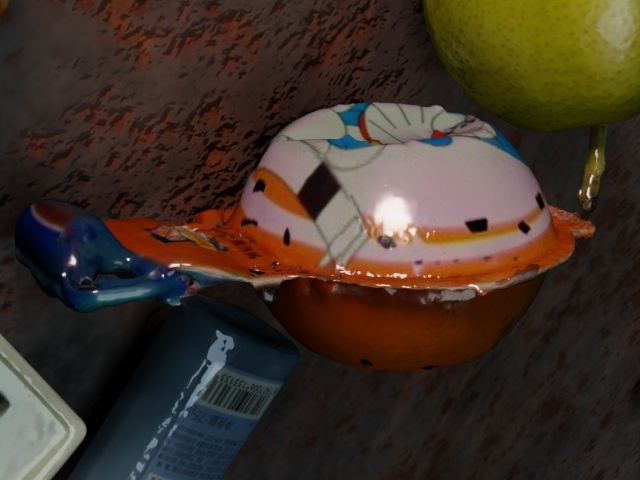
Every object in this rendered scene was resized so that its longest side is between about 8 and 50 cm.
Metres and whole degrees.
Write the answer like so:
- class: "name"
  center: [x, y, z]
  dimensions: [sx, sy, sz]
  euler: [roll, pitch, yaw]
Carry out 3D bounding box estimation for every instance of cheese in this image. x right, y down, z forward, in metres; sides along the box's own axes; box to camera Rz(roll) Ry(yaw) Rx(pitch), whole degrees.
- class: "cheese"
  center: [0.000, 0.000, 0.922]
  dimensions: [0.329, 0.217, 0.129]
  euler: [-5, 107, -24]

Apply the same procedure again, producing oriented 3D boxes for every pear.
- class: "pear"
  center: [0.152, -0.127, 0.970]
  dimensions: [0.180, 0.166, 0.216]
  euler: [-20, 95, -61]

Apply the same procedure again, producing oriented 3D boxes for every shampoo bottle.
- class: "shampoo bottle"
  center: [-0.115, 0.157, 1.030]
  dimensions: [0.104, 0.061, 0.258]
  euler: [25, 100, -53]

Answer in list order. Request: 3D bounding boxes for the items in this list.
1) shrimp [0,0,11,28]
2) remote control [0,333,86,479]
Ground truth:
- class: "shrimp"
  center: [-0.206, -0.094, 0.747]
  dimensions: [0.152, 0.046, 0.219]
  euler: [-4, 118, -45]
- class: "remote control"
  center: [-0.251, 0.024, 0.715]
  dimensions: [0.145, 0.050, 0.344]
  euler: [-47, 125, -13]
